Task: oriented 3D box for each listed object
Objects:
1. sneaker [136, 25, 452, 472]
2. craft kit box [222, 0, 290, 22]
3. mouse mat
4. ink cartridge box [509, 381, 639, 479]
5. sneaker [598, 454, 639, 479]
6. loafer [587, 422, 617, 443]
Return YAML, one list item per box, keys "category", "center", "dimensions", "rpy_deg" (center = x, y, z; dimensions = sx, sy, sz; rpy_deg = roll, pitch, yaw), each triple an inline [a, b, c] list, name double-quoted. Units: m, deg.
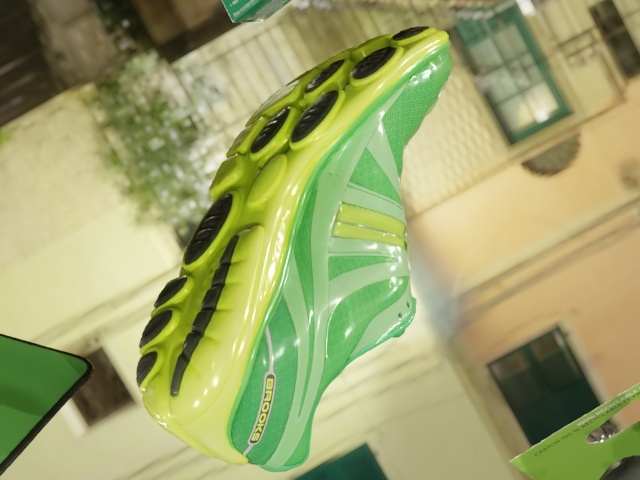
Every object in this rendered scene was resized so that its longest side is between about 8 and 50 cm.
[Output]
- category: "sneaker"
  center: [0.000, 0.000, 0.857]
  dimensions: [0.109, 0.123, 0.295]
  rpy_deg: [-4, -130, 50]
- category: "craft kit box"
  center: [-0.032, -0.358, 1.297]
  dimensions: [0.250, 0.246, 0.061]
  rpy_deg: [-33, 167, 32]
- category: "mouse mat"
  center: [-0.213, 0.080, 0.734]
  dimensions: [0.153, 0.007, 0.189]
  rpy_deg: [14, -156, 9]
- category: "ink cartridge box"
  center: [0.278, 0.190, 1.074]
  dimensions: [0.189, 0.255, 0.097]
  rpy_deg: [-34, -130, 16]
- category: "sneaker"
  center: [0.208, 0.179, 0.960]
  dimensions: [0.086, 0.228, 0.132]
  rpy_deg: [-31, -139, 6]
- category: "loafer"
  center: [0.208, 0.234, 1.255]
  dimensions: [0.062, 0.170, 0.061]
  rpy_deg: [4, 176, 33]
